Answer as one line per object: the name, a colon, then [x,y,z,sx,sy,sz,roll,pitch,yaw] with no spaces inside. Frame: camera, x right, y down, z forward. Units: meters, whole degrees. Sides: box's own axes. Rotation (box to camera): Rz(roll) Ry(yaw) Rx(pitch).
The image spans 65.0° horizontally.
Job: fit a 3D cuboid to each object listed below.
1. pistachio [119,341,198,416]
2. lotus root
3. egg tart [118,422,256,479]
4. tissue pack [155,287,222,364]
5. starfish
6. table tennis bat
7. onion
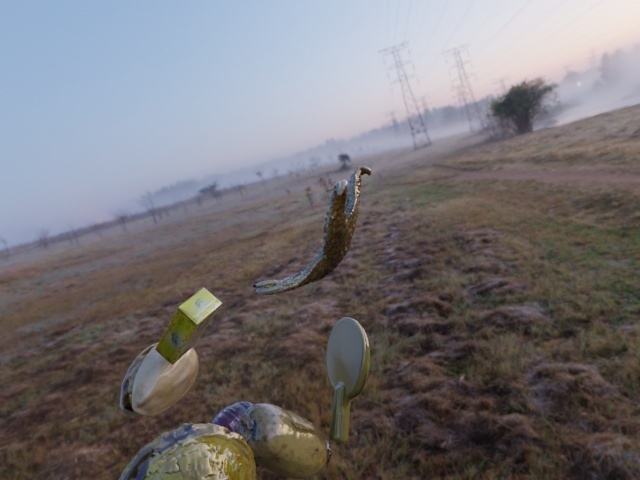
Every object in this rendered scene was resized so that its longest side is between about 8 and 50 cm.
pistachio: [-0.410,0.350,1.285,0.157,0.157,0.229,-14,24,38]
lotus root: [-0.085,0.507,1.261,0.146,0.284,0.160,-53,31,8]
egg tart: [-0.204,0.412,0.794,0.241,0.241,0.106,-22,20,-23]
tissue pack: [-0.310,0.201,1.173,0.176,0.062,0.095,-53,-5,36]
starfish: [0.007,0.007,0.981,0.327,0.094,0.375,-45,-15,-37]
table tennis bat: [0.060,0.362,1.313,0.050,0.321,0.198,9,-8,-28]
onion: [-0.296,0.674,1.717,0.216,0.207,0.206,22,27,37]
